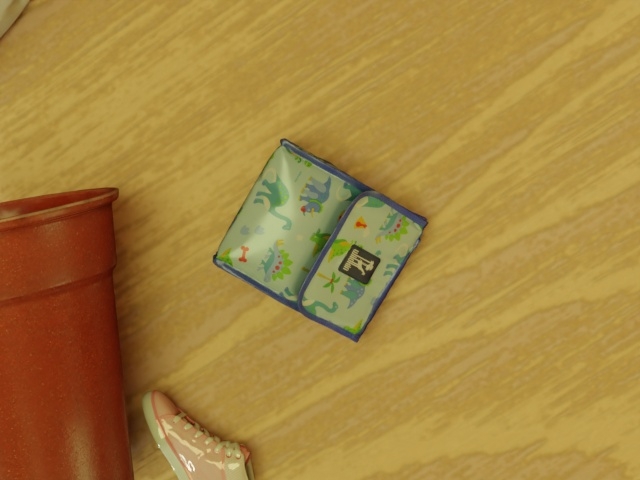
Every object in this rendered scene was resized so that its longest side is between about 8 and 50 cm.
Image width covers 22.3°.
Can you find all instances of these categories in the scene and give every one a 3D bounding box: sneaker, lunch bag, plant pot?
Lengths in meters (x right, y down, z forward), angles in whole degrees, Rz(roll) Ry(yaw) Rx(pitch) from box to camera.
[{"bbox_3d":[-0.103,0.184,1.464,0.070,0.051,0.134,-29,88,9],"label":"sneaker"},{"bbox_3d":[0.000,0.000,1.422,0.151,0.096,0.128,31,94,-4],"label":"lunch bag"},{"bbox_3d":[-0.283,0.108,1.407,0.272,0.272,0.265,-9,96,12],"label":"plant pot"}]

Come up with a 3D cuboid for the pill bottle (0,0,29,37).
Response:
[{"bbox_3d":[-0.431,-0.326,1.454,0.361,0.204,0.204,44,99,9],"label":"pill bottle"}]
